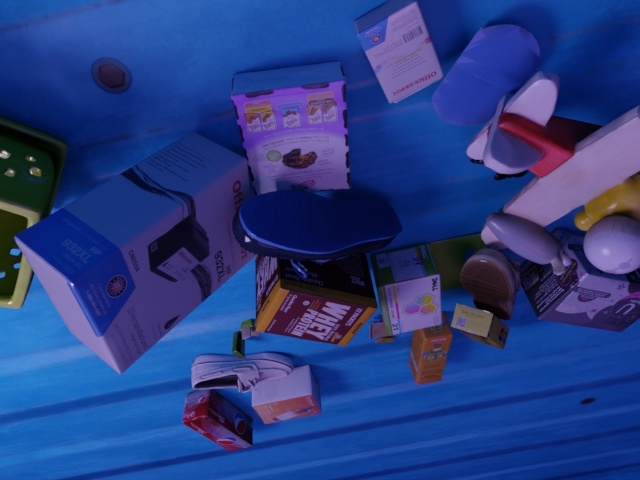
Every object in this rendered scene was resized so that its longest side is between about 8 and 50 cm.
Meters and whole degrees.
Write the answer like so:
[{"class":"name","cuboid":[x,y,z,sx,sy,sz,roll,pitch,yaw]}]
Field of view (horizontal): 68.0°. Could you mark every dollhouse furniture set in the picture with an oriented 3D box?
[{"class":"dollhouse furniture set","cuboid":[-0.143,0.228,1.145,0.151,0.059,0.076,-23,134,15]}]

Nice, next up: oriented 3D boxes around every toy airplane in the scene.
[{"class":"toy airplane","cuboid":[0.417,-0.085,0.725,0.383,0.273,0.386,-9,154,26]}]

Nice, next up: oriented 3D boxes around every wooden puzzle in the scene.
[{"class":"wooden puzzle","cuboid":[0.160,0.228,1.222,0.078,0.014,0.117,-6,136,-8]}]

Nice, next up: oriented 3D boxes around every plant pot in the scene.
[{"class":"plant pot","cuboid":[-0.510,-0.065,0.691,0.227,0.207,0.228,19,130,-24]}]

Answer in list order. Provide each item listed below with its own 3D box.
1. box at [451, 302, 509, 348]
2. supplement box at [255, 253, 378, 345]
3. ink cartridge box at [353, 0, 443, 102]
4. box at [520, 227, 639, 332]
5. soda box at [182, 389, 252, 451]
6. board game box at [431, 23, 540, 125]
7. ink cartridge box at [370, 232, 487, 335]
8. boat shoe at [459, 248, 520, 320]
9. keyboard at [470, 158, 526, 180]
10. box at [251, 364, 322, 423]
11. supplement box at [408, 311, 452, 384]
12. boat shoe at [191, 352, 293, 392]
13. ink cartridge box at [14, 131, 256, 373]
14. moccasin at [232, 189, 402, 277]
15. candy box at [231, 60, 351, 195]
[{"class":"box","cuboid":[0.384,0.207,1.128,0.087,0.058,0.232,14,170,32]},{"class":"supplement box","cuboid":[-0.017,0.074,0.910,0.191,0.194,0.129,14,131,-21]},{"class":"ink cartridge box","cuboid":[0.113,-0.273,0.680,0.088,0.052,0.122,-24,132,16]},{"class":"box","cuboid":[0.604,0.093,1.056,0.247,0.142,0.163,10,133,-18]},{"class":"soda box","cuboid":[-0.298,0.538,1.411,0.083,0.092,0.263,-20,135,13]},{"class":"board game box","cuboid":[0.250,-0.256,0.733,0.133,0.033,0.169,10,135,-26]},{"class":"ink cartridge box","cuboid":[0.251,0.097,1.043,0.254,0.097,0.189,-12,135,5]},{"class":"boat shoe","cuboid":[0.374,0.078,1.013,0.109,0.098,0.302,18,163,33]},{"class":"keyboard","cuboid":[0.365,-0.150,0.863,0.180,0.023,0.108,5,134,-11]},{"class":"box","cuboid":[-0.094,0.436,1.339,0.170,0.091,0.130,-13,135,6]},{"class":"supplement box","cuboid":[0.288,0.289,1.255,0.077,0.080,0.234,-8,134,-3]},{"class":"boat shoe","cuboid":[-0.201,0.351,1.239,0.267,0.088,0.096,6,134,-13]},{"class":"ink cartridge box","cuboid":[-0.248,0.011,0.729,0.128,0.307,0.223,28,141,23]},{"class":"moccasin","cuboid":[0.000,0.000,0.810,0.341,0.138,0.117,3,149,-38]},{"class":"candy box","cuboid":[-0.040,-0.167,0.753,0.164,0.070,0.196,-7,135,-1]}]
